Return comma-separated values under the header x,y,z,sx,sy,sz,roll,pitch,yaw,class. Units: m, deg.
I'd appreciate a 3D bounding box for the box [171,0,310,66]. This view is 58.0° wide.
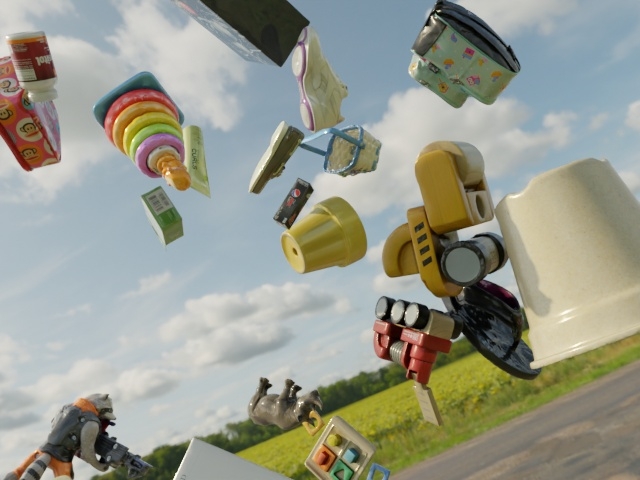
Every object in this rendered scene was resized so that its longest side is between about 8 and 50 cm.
x,y,z,sx,sy,sz,roll,pitch,yaw,class
-0.265,-0.739,1.852,0.343,0.312,0.179,32,-89,-34,box

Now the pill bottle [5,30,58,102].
x,y,z,sx,sy,sz,roll,pitch,yaw,class
-0.663,-0.403,1.341,0.086,0.152,0.086,-5,26,2,pill bottle

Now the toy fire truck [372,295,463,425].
x,y,z,sx,sy,sz,roll,pitch,yaw,class
0.210,0.269,1.303,0.158,0.246,0.217,18,-6,-21,toy fire truck

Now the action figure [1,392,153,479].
x,y,z,sx,sy,sz,roll,pitch,yaw,class
-0.606,0.531,1.437,0.341,0.330,0.178,9,-40,19,action figure

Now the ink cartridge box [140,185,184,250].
x,y,z,sx,sy,sz,roll,pitch,yaw,class
-0.424,-0.056,1.567,0.062,0.109,0.209,-31,-8,-18,ink cartridge box

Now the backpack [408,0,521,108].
x,y,z,sx,sy,sz,roll,pitch,yaw,class
0.257,-0.322,1.036,0.144,0.188,0.166,-61,3,33,backpack

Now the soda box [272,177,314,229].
x,y,z,sx,sy,sz,roll,pitch,yaw,class
-0.091,-0.124,1.959,0.169,0.053,0.060,-58,-21,-10,soda box

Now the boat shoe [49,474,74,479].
x,y,z,sx,sy,sz,roll,pitch,yaw,class
-0.519,0.473,1.071,0.137,0.049,0.043,-15,-44,-3,boat shoe

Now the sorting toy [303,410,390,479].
x,y,z,sx,sy,sz,roll,pitch,yaw,class
0.055,0.687,1.839,0.196,0.347,0.047,-57,-32,1,sorting toy

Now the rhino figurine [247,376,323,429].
x,y,z,sx,sy,sz,roll,pitch,yaw,class
-0.078,0.376,1.320,0.243,0.106,0.073,-10,-37,44,rhino figurine

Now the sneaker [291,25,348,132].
x,y,z,sx,sy,sz,roll,pitch,yaw,class
0.002,-0.486,1.739,0.152,0.305,0.114,-16,22,-21,sneaker

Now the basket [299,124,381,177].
x,y,z,sx,sy,sz,roll,pitch,yaw,class
0.086,-0.371,2.343,0.289,0.201,0.255,22,-13,-28,basket

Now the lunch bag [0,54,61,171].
x,y,z,sx,sy,sz,roll,pitch,yaw,class
-0.763,-0.326,1.518,0.120,0.293,0.258,-20,-43,-7,lunch bag

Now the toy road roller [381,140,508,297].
x,y,z,sx,sy,sz,roll,pitch,yaw,class
0.249,-0.038,1.266,0.240,0.330,0.202,-13,0,32,toy road roller

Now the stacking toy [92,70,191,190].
x,y,z,sx,sy,sz,roll,pitch,yaw,class
-0.343,-0.196,1.218,0.165,0.302,0.175,-36,-35,-2,stacking toy

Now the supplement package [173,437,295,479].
x,y,z,sx,sy,sz,roll,pitch,yaw,class
-0.172,0.576,1.255,0.293,0.177,0.175,20,-25,8,supplement package

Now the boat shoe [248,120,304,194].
x,y,z,sx,sy,sz,roll,pitch,yaw,class
-0.161,-0.274,2.040,0.091,0.109,0.305,22,-58,-19,boat shoe

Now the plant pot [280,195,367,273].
x,y,z,sx,sy,sz,roll,pitch,yaw,class
0.000,0.000,2.061,0.239,0.254,0.254,-26,-13,-25,plant pot

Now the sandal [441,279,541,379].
x,y,z,sx,sy,sz,roll,pitch,yaw,class
0.376,0.132,1.378,0.167,0.446,0.107,5,-51,-34,sandal

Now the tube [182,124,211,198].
x,y,z,sx,sy,sz,roll,pitch,yaw,class
-0.359,-0.229,1.666,0.070,0.240,0.062,-3,-36,-14,tube

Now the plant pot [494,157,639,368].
x,y,z,sx,sy,sz,roll,pitch,yaw,class
0.479,0.031,1.048,0.334,0.305,0.334,-19,-17,-6,plant pot
